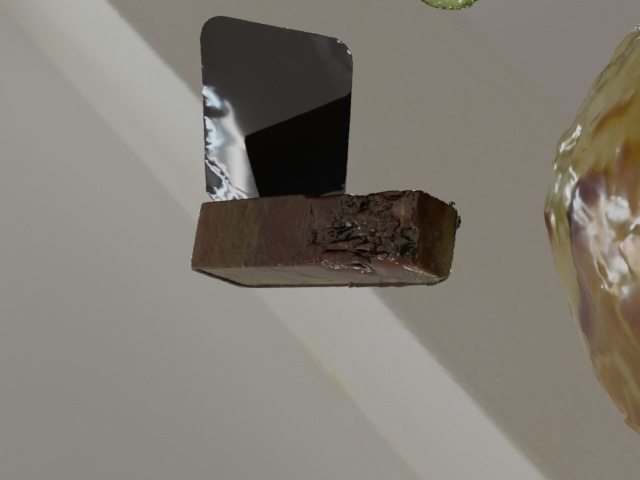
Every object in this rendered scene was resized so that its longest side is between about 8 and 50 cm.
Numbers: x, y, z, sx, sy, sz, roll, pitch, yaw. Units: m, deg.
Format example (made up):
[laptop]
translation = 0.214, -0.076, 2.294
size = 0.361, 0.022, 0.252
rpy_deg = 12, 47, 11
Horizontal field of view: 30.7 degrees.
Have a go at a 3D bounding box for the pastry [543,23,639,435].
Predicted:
[pastry]
translation = 0.320, 0.011, 0.700
size = 0.388, 0.388, 0.312
rpy_deg = 41, -126, 9

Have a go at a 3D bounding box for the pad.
[pad]
translation = -0.053, -0.129, 1.348
size = 0.181, 0.267, 0.004
rpy_deg = 13, -140, 12

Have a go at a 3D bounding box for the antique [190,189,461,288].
[antique]
translation = 0.000, 0.000, 1.281
size = 0.093, 0.310, 0.087
rpy_deg = 24, -110, -47

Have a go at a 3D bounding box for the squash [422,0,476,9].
[squash]
translation = 0.178, -0.397, 1.391
size = 0.132, 0.132, 0.247
rpy_deg = 27, -126, 1
